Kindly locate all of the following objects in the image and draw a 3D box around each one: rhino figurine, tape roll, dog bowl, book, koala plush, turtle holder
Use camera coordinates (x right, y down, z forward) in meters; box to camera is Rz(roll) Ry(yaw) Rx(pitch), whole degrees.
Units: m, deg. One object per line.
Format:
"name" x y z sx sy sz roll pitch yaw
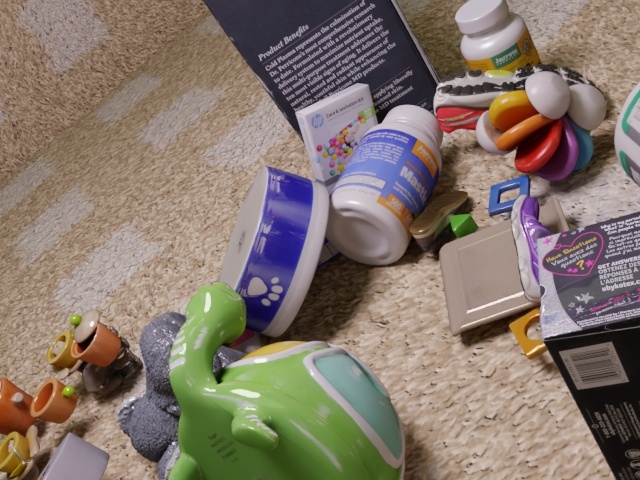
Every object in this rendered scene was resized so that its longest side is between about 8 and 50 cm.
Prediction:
"rhino figurine" -0.425 0.217 1.428 0.106 0.073 0.243 -41 31 -13
"tape roll" -0.397 0.396 1.085 0.219 0.072 0.219 -54 11 15
"dog bowl" -0.083 0.017 1.213 0.265 0.104 0.265 -161 90 -76
"book" -0.147 0.173 1.267 0.096 0.035 0.144 -31 34 6
"koala plush" -0.216 0.239 1.120 0.196 0.203 0.221 37 99 38
"turtle holder" -0.049 0.223 0.882 0.320 0.243 0.227 27 37 15

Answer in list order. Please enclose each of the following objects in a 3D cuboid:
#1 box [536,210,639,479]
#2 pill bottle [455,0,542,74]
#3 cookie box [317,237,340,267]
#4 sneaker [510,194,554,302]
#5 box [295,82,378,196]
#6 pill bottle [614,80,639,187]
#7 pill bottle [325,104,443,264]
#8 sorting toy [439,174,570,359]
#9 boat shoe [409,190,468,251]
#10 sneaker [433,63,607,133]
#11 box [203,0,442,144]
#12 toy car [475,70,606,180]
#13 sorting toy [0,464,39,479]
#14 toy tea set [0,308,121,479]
"box" 0.324 0.105 0.719 0.163 0.247 0.142 -17 35 27
"pill bottle" 0.318 -0.324 1.306 0.117 0.208 0.117 -24 34 18
"cookie box" 0.000 0.000 1.342 0.107 0.040 0.092 -33 31 2
"sneaker" 0.290 0.010 0.970 0.071 0.068 0.170 -12 48 15
"box" 0.045 -0.173 1.357 0.145 0.186 0.038 -29 29 -24
"pill bottle" 0.497 -0.062 0.814 0.204 0.204 0.361 -29 33 10
"pill bottle" 0.117 -0.104 1.264 0.152 0.152 0.272 -4 44 39
"sorting toy" 0.265 0.044 1.042 0.196 0.047 0.347 -26 34 21
"boat shoe" 0.193 -0.033 1.199 0.056 0.049 0.152 5 32 42
"sneaker" 0.333 -0.223 1.257 0.279 0.118 0.107 4 45 12
"box" -0.017 -0.445 1.526 0.297 0.472 0.480 -32 32 6
"toy car" 0.339 -0.157 1.126 0.159 0.182 0.136 -41 48 50
"sorting toy" -0.576 0.490 1.249 0.193 0.038 0.208 -27 34 13
"toy tea set" -0.503 0.245 1.310 0.336 0.124 0.200 -52 34 -1
